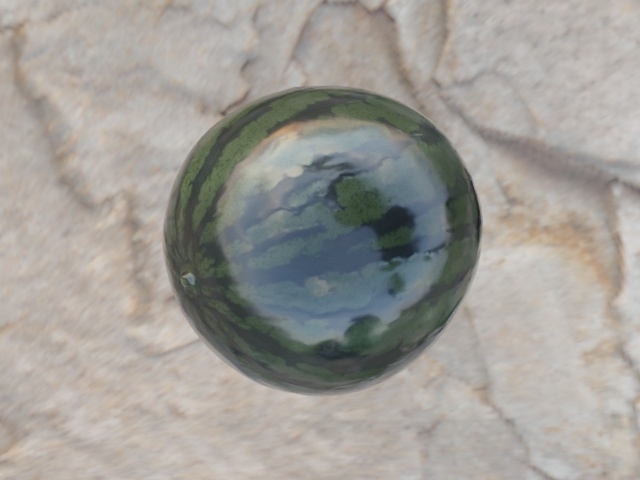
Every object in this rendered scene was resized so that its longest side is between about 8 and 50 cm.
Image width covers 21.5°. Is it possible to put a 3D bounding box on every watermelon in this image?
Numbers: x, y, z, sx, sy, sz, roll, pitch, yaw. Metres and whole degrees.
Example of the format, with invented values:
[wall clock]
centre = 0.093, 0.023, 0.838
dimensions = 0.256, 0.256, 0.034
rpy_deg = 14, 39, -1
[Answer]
[watermelon]
centre = 0.000, 0.000, 1.104
dimensions = 0.212, 0.212, 0.212
rpy_deg = 2, 81, -13
